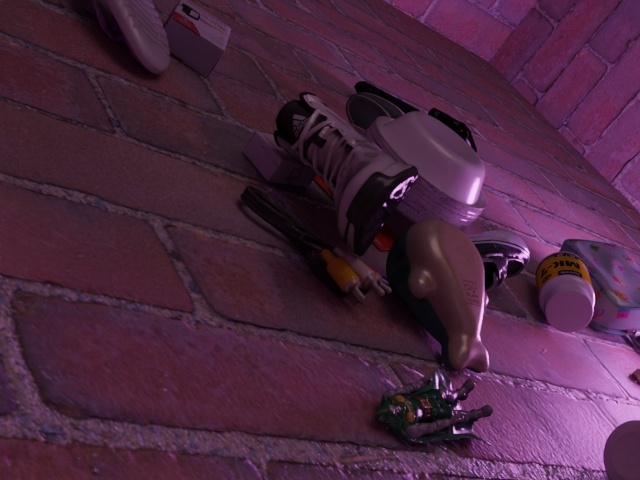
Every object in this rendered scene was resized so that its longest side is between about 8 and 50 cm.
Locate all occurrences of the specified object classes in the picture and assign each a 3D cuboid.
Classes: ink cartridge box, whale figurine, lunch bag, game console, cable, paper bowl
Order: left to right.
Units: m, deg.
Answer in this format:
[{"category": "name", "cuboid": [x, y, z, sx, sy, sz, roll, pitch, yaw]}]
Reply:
[{"category": "ink cartridge box", "cuboid": [-0.261, -0.423, 1.962, 0.127, 0.072, 0.175, 31, 23, -16]}, {"category": "ink cartridge box", "cuboid": [-0.071, -0.148, 1.742, 0.088, 0.052, 0.122, 49, 23, 27]}, {"category": "cable", "cuboid": [0.000, 0.000, 1.530, 0.287, 0.072, 0.139, 47, 21, 18]}, {"category": "ink cartridge box", "cuboid": [0.108, -0.091, 1.901, 0.275, 0.060, 0.239, 48, 23, 23]}, {"category": "game console", "cuboid": [0.247, -0.309, 2.478, 0.361, 0.044, 0.213, 32, -11, 18]}, {"category": "paper bowl", "cuboid": [0.214, -0.147, 1.902, 0.284, 0.148, 0.284, 33, 23, -16]}, {"category": "whale figurine", "cuboid": [0.198, 0.101, 1.608, 0.216, 0.141, 0.272, 12, 58, -48]}, {"category": "lunch bag", "cuboid": [0.706, 0.117, 2.291, 0.224, 0.108, 0.279, 6, 35, -27]}]

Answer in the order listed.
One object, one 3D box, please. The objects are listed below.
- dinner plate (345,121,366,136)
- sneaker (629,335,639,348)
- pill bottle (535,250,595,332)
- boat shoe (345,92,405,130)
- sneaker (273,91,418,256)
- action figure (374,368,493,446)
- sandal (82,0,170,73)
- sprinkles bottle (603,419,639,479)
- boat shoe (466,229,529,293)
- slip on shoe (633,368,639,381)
[{"category": "dinner plate", "cuboid": [0.081, -0.215, 2.079, 0.141, 0.017, 0.141, 27, -12, 6]}, {"category": "sneaker", "cuboid": [0.861, 0.288, 2.310, 0.281, 0.105, 0.115, 39, -16, 19]}, {"category": "pill bottle", "cuboid": [0.535, 0.112, 2.075, 0.119, 0.119, 0.208, 36, 21, -5]}, {"category": "boat shoe", "cuboid": [0.156, -0.227, 2.168, 0.319, 0.116, 0.099, 53, 22, 21]}, {"category": "sneaker", "cuboid": [0.014, -0.120, 1.569, 0.257, 0.169, 0.447, 35, 8, 1]}, {"category": "action figure", "cuboid": [0.153, 0.236, 1.328, 0.232, 0.063, 0.137, 3, 43, -50]}, {"category": "sandal", "cuboid": [-0.399, -0.463, 1.798, 0.416, 0.102, 0.169, 63, 16, 22]}, {"category": "sprinkles bottle", "cuboid": [0.645, 0.405, 1.668, 0.355, 0.121, 0.121, 21, 27, -37]}, {"category": "boat shoe", "cuboid": [0.305, 0.056, 1.869, 0.335, 0.121, 0.119, 1, 49, -40]}, {"category": "slip on shoe", "cuboid": [0.751, 0.306, 2.133, 0.135, 0.041, 0.051, 20, 28, -38]}]
